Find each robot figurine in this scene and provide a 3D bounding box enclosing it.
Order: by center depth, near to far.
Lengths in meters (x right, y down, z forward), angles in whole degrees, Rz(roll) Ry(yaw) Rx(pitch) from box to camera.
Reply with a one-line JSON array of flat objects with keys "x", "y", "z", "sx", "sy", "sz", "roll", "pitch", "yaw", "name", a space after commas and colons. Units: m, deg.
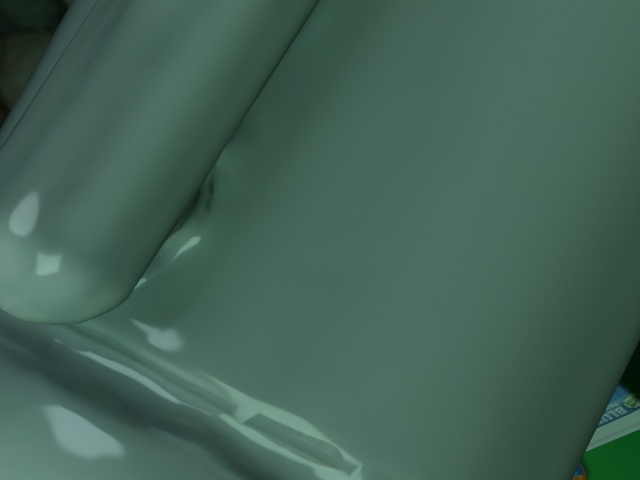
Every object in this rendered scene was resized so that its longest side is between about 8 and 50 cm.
[{"x": 0.000, "y": 0.000, "z": 0.477, "sx": 0.200, "sy": 0.353, "sz": 0.300, "roll": 24, "pitch": 171, "yaw": 26, "name": "robot figurine"}]

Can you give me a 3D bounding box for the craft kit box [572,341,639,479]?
[{"x": 0.029, "y": 0.097, "z": 0.728, "sx": 0.250, "sy": 0.061, "sz": 0.247, "roll": 38, "pitch": 126, "yaw": -21, "name": "craft kit box"}]
